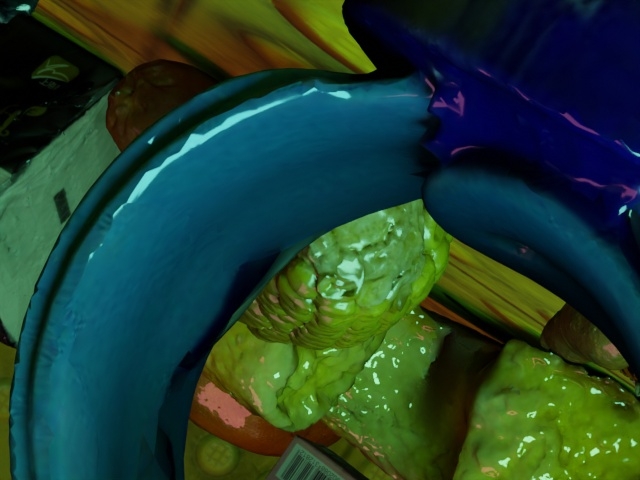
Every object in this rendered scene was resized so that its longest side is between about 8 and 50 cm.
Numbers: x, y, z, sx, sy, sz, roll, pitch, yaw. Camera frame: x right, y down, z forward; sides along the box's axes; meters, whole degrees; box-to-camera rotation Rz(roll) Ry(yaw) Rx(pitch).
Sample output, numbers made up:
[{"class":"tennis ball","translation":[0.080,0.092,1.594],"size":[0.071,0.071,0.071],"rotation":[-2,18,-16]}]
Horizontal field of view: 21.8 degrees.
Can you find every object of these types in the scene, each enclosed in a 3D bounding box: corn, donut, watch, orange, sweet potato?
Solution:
[{"class":"corn","translation":[0.000,0.000,0.819],"size":[0.119,0.119,0.322],"rotation":[34,177,-7]},{"class":"donut","translation":[0.055,0.105,1.271],"size":[0.435,0.163,0.377],"rotation":[33,177,-7]},{"class":"watch","translation":[0.040,0.040,0.402],"size":[0.196,0.200,0.171],"rotation":[35,174,31]},{"class":"orange","translation":[-0.050,0.097,1.639],"size":[0.240,0.240,0.240],"rotation":[33,176,3]},{"class":"sweet potato","translation":[0.137,0.043,0.767],"size":[0.044,0.044,0.179],"rotation":[34,171,-11]}]

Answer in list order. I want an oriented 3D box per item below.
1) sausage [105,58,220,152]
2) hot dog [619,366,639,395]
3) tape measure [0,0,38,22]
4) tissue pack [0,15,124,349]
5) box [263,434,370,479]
[{"class":"sausage","translation":[-0.052,-0.042,0.985],"size":[0.076,0.076,0.197],"rotation":[29,175,46]},{"class":"hot dog","translation":[0.172,0.065,0.789],"size":[0.049,0.037,0.122],"rotation":[31,178,-10]},{"class":"tape measure","translation":[-0.209,-0.164,0.921],"size":[0.091,0.054,0.094],"rotation":[25,175,24]},{"class":"tissue pack","translation":[-0.336,-0.098,1.353],"size":[0.370,0.198,0.210],"rotation":[32,148,20]},{"class":"box","translation":[0.013,0.235,1.283],"size":[0.156,0.111,0.060],"rotation":[36,180,33]}]
